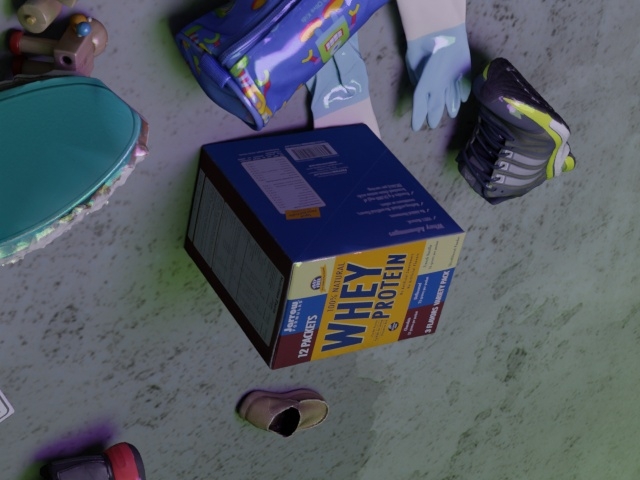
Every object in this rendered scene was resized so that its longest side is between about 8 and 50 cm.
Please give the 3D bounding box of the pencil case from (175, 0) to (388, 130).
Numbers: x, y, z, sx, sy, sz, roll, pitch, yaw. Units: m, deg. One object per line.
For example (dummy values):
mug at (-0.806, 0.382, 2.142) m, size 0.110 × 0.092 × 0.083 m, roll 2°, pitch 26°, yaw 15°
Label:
pencil case at (0.003, -0.243, 1.354) m, size 0.306 × 0.119 × 0.133 m, roll -46°, pitch 169°, yaw -2°

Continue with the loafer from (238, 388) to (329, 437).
loafer at (-0.039, 0.218, 1.819) m, size 0.148 × 0.050 × 0.056 m, roll 5°, pitch 121°, yaw -48°

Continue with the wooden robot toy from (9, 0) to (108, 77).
wooden robot toy at (-0.217, -0.175, 1.264) m, size 0.079 × 0.076 × 0.173 m, roll -63°, pitch 164°, yaw -47°

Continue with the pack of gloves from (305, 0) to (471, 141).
pack of gloves at (0.063, -0.189, 1.553) m, size 0.195 × 0.046 × 0.232 m, roll -23°, pitch 138°, yaw -11°

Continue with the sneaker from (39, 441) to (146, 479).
sneaker at (-0.281, 0.347, 1.641) m, size 0.135 × 0.097 × 0.276 m, roll 2°, pitch 118°, yaw -28°

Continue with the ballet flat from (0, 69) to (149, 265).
ballet flat at (-0.335, -0.012, 1.234) m, size 0.409 × 0.147 × 0.147 m, roll -31°, pitch 142°, yaw -9°

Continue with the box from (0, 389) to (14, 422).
box at (-0.443, 0.174, 1.330) m, size 0.290 × 0.087 × 0.169 m, roll -37°, pitch 144°, yaw -14°

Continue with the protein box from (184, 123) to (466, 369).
protein box at (0.000, 0.000, 1.496) m, size 0.200 × 0.201 × 0.136 m, roll -10°, pitch 132°, yaw -29°

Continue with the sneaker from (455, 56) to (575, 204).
sneaker at (0.214, -0.109, 1.685) m, size 0.121 × 0.111 × 0.300 m, roll -40°, pitch 157°, yaw 2°
